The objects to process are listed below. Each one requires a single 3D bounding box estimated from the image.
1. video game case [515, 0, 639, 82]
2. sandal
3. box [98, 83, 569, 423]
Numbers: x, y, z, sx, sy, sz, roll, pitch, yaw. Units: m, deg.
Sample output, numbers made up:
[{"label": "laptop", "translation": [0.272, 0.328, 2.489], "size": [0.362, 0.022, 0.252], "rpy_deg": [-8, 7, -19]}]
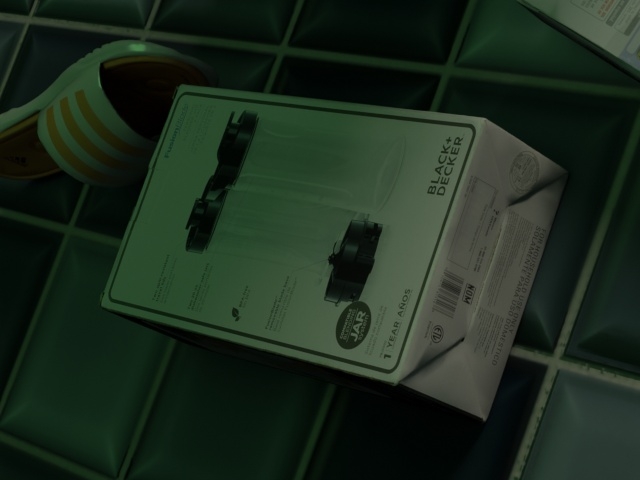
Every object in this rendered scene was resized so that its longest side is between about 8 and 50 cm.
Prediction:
[{"label": "video game case", "translation": [0.267, -0.191, 1.020], "size": [0.269, 0.061, 0.244], "rpy_deg": [-57, 41, 8]}, {"label": "sandal", "translation": [-0.171, -0.070, 1.377], "size": [0.265, 0.102, 0.076], "rpy_deg": [-24, 56, 46]}, {"label": "box", "translation": [0.000, 0.000, 1.173], "size": [0.290, 0.087, 0.169], "rpy_deg": [10, 78, 46]}]
